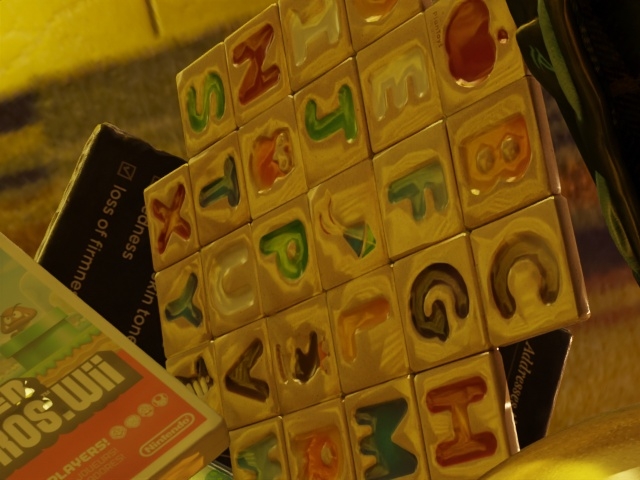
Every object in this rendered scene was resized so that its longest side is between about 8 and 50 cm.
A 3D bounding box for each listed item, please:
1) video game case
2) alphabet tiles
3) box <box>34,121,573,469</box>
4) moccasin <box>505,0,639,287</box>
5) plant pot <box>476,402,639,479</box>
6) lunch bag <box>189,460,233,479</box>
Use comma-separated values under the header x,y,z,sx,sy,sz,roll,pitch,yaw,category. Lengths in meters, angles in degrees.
x,y,z,sx,sy,sz,roll,pitch,yaw,category
-0.218,0.093,0.762,0.204,0.025,0.285,-36,50,-26,video game case
0.000,0.000,0.719,0.011,0.342,0.285,2,73,-37,alphabet tiles
-0.089,0.231,1.195,0.471,0.297,0.480,24,67,-8,box
0.138,0.011,0.407,0.137,0.342,0.117,-24,34,33,moccasin
0.098,0.151,0.300,0.236,0.032,0.236,-5,78,26,plant pot
-0.134,0.234,0.858,0.219,0.090,0.176,-44,35,-20,lunch bag
